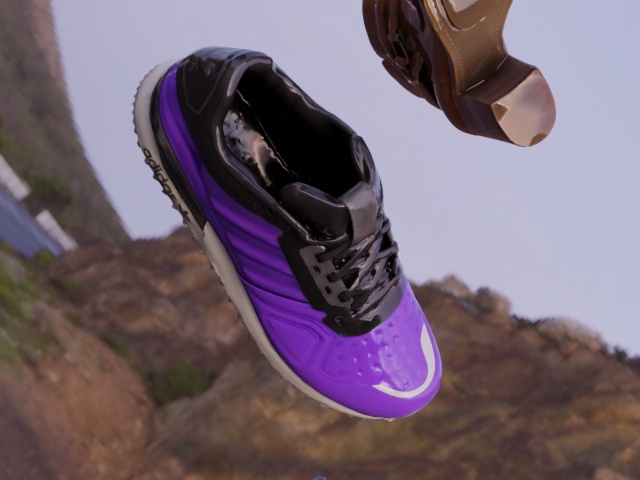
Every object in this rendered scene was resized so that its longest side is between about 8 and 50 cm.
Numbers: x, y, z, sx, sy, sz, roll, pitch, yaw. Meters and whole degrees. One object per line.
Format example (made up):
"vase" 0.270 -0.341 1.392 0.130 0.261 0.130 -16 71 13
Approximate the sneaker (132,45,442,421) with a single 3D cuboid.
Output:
"sneaker" -0.001 0.000 0.810 0.293 0.102 0.146 53 -28 -14

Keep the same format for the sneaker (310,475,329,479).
"sneaker" -0.030 0.176 0.655 0.069 0.082 0.209 54 -19 10

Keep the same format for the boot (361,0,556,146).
"boot" 0.069 -0.154 0.821 0.152 0.073 0.197 36 -28 58
